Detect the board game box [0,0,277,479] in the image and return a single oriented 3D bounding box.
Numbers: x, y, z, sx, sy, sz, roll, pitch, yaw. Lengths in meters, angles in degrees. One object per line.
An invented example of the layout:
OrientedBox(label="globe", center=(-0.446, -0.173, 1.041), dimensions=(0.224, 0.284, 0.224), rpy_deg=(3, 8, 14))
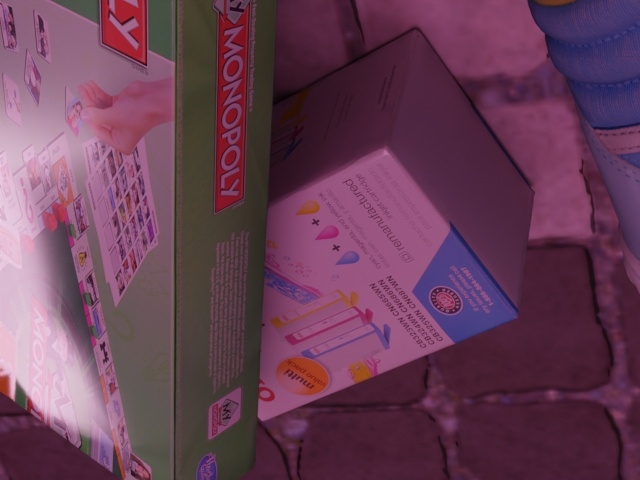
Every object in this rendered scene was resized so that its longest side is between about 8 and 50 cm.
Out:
OrientedBox(label="board game box", center=(-0.107, -0.078, 0.499), dimensions=(0.214, 0.046, 0.317), rpy_deg=(28, 131, 30))

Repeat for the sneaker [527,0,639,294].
OrientedBox(label="sneaker", center=(0.213, -0.092, 0.451), dimensions=(0.319, 0.127, 0.208), rpy_deg=(-22, 121, 24))

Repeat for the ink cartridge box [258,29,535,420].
OrientedBox(label="ink cartridge box", center=(0.000, 0.000, 0.586), dimensions=(0.143, 0.090, 0.092), rpy_deg=(-26, 117, 28))
